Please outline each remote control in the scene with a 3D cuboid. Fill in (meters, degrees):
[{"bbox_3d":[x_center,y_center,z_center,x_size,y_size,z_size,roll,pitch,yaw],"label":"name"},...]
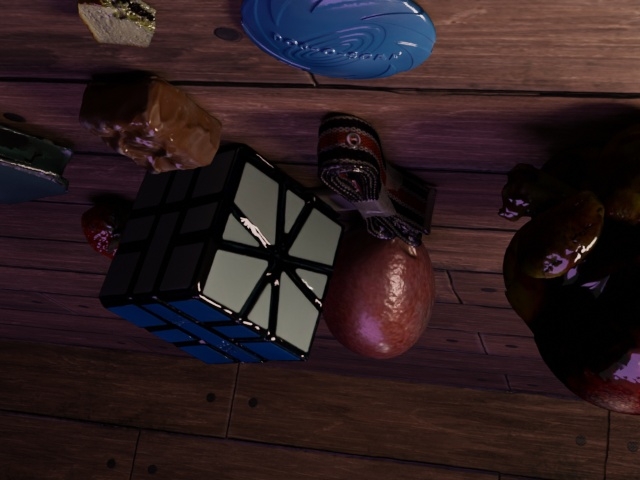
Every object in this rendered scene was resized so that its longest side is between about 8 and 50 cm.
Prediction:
[{"bbox_3d":[-0.026,-0.073,1.833,0.261,0.029,0.067,-4,154,31],"label":"remote control"}]

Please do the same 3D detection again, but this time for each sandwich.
[{"bbox_3d":[-0.254,-0.281,1.249,0.093,0.036,0.105,5,162,15],"label":"sandwich"}]

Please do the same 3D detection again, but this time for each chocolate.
[{"bbox_3d":[-0.255,-0.168,1.523,0.148,0.093,0.214,2,162,26],"label":"chocolate"}]

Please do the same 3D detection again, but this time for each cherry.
[{"bbox_3d":[0.108,0.084,1.889,0.221,0.261,0.307,7,146,5],"label":"cherry"}]

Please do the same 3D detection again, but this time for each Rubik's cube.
[{"bbox_3d":[-0.168,0.035,1.750,0.283,0.293,0.288,-12,142,43],"label":"Rubik's cube"}]

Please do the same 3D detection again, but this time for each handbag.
[{"bbox_3d":[-0.603,-0.149,1.765,0.268,0.100,0.274,17,163,-37],"label":"handbag"}]

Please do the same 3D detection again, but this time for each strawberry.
[{"bbox_3d":[-0.429,-0.019,2.048,0.148,0.131,0.131,-18,149,41],"label":"strawberry"}]

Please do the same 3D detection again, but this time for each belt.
[{"bbox_3d":[0.086,-0.088,1.609,0.126,0.094,0.359,2,161,26],"label":"belt"}]

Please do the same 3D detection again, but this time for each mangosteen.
[{"bbox_3d":[0.462,0.034,1.428,0.381,0.421,0.381,-27,-177,2],"label":"mangosteen"}]

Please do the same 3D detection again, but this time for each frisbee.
[{"bbox_3d":[0.019,-0.246,1.218,0.242,0.045,0.242,9,163,3],"label":"frisbee"}]
